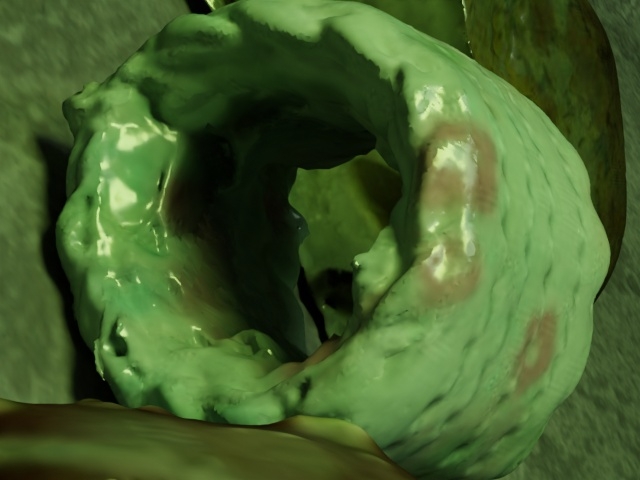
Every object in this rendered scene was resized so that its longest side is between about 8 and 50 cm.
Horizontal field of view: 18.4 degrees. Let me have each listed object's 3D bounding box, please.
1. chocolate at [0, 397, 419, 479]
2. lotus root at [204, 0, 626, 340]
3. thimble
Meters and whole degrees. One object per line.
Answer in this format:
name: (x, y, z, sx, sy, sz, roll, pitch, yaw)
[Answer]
chocolate: (-0.060, 0.172, 0.446, 0.210, 0.225, 0.340, 36, 34, -28)
lotus root: (0.084, -0.057, 1.034, 0.260, 0.149, 0.267, 5, 62, -60)
thimble: (0.000, 0.000, 0.786, 0.211, 0.185, 0.149, 35, 6, 35)
